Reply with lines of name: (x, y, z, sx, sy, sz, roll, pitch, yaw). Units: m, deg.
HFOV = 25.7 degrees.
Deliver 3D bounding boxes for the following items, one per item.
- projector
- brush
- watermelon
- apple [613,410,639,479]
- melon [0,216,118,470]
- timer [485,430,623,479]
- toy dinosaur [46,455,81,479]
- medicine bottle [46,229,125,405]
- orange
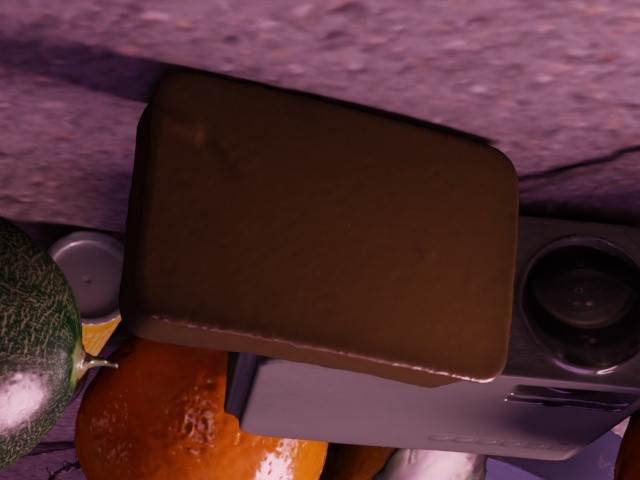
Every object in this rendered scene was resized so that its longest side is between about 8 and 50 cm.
projector: (0.072, 0.057, 0.859, 0.251, 0.108, 0.198, 6, 160, -5)
brush: (0.000, 0.000, 0.687, 0.197, 0.123, 0.059, 12, 161, -23)
watermelon: (0.027, 0.203, 1.111, 0.123, 0.129, 0.301, 23, 135, -31)
apple: (0.292, 0.114, 0.871, 0.251, 0.163, 0.293, -19, 168, 20)
melon: (-0.255, 0.054, 0.778, 0.288, 0.182, 0.182, 2, 160, 3)
timer: (0.136, 0.308, 1.187, 0.395, 0.395, 0.173, -14, -170, 37)
toy dinosaur: (-0.197, 0.232, 1.448, 0.209, 0.039, 0.082, -10, 156, 2)
medicine bottle: (-0.175, 0.059, 0.944, 0.074, 0.073, 0.218, 9, 158, -17)
orange: (-0.088, 0.150, 1.050, 0.193, 0.161, 0.193, 6, 157, 3)
